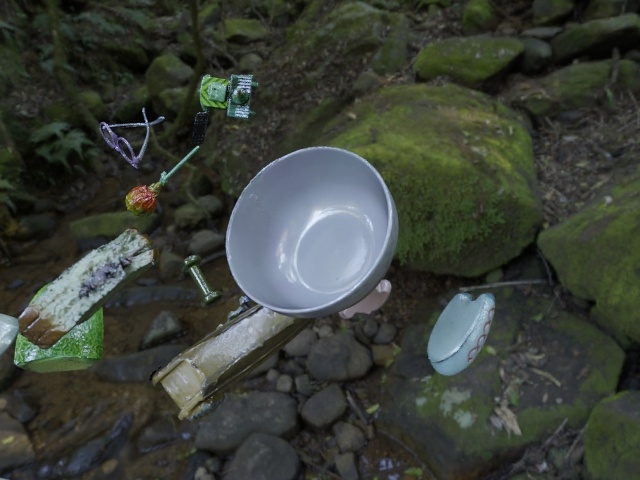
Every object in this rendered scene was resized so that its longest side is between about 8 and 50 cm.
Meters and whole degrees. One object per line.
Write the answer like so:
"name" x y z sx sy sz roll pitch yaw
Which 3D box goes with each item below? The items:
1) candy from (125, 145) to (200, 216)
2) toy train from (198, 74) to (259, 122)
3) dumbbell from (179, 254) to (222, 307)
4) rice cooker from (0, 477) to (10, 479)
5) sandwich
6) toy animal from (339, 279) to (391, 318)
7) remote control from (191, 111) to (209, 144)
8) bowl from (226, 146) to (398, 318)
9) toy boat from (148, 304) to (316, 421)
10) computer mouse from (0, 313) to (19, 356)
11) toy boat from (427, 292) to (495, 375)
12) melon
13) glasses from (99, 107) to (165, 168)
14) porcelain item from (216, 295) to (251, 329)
"candy" -0.297 -0.115 1.101 0.201 0.060 0.060 -39 20 21
"toy train" -0.280 -0.435 1.758 0.178 0.138 0.330 6 11 -8
"dumbbell" -0.259 0.089 1.254 0.046 0.117 0.052 -19 -21 -45
"rice cooker" -0.695 0.607 1.115 0.317 0.264 0.316 -9 -13 -2
"sandwich" -0.459 0.084 1.176 0.254 0.099 0.288 -40 7 -1
"toy animal" 0.073 0.093 1.242 0.125 0.124 0.212 -17 6 -5
"remote control" -0.318 -0.295 1.520 0.039 0.096 0.014 -15 46 -40
"bowl" 0.000 0.000 0.967 0.287 0.144 0.286 -9 66 20
"toy boat" -0.156 0.235 1.276 0.136 0.162 0.446 46 48 14
"computer mouse" -0.561 0.157 0.911 0.182 0.056 0.089 -17 37 19
"toy boat" 0.319 0.210 1.291 0.134 0.079 0.207 -6 48 58
"melon" -0.663 0.195 1.506 0.196 0.124 0.323 3 43 -19
"glasses" -0.367 -0.215 1.164 0.140 0.062 0.104 35 55 29
"porcelain item" -0.207 0.200 1.509 0.075 0.136 0.021 17 32 -42
